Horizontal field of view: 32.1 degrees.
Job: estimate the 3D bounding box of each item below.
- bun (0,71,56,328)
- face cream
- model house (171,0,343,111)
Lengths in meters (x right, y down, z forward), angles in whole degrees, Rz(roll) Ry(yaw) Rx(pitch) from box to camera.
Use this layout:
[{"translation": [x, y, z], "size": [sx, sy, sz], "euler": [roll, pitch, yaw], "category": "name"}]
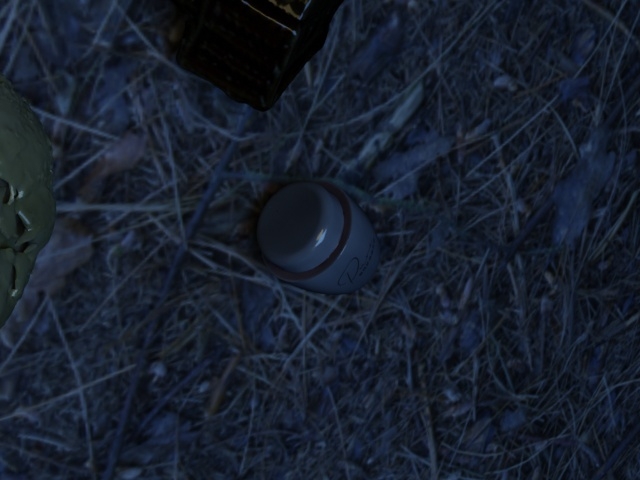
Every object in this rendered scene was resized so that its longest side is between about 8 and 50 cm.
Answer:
[{"translation": [-0.281, -0.011, 0.667], "size": [0.259, 0.152, 0.259], "euler": [-18, 121, -33], "category": "bun"}, {"translation": [0.000, 0.000, 0.933], "size": [0.095, 0.091, 0.091], "euler": [35, 86, -50], "category": "face cream"}, {"translation": [-0.055, -0.188, 0.818], "size": [0.165, 0.106, 0.152], "euler": [32, 101, -7], "category": "model house"}]
